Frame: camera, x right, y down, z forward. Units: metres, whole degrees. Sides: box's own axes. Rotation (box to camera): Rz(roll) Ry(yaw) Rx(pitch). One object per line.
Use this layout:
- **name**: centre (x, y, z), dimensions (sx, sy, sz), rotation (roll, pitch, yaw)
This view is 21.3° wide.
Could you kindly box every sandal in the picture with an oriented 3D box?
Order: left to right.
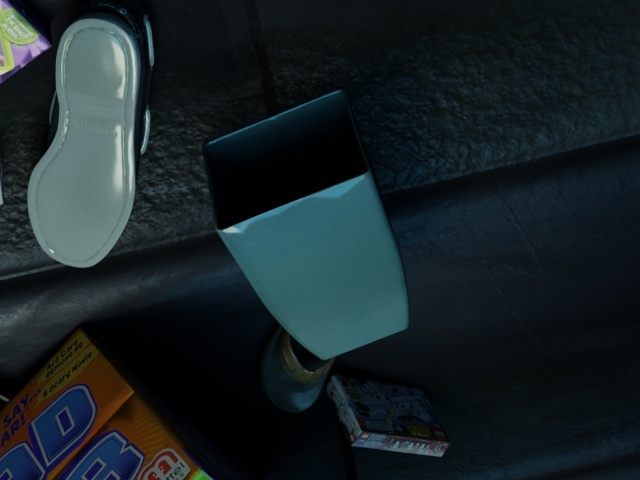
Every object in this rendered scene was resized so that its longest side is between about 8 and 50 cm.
- **sandal**: centre (-0.008, 0.119, 1.965), dimensions (0.090, 0.060, 0.219), rotation (15, 122, -21)

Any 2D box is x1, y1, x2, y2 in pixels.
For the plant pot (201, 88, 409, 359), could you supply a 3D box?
- **plant pot**: centre (0.000, 0.000, 1.806), dimensions (0.165, 0.165, 0.234), rotation (-21, 126, 5)

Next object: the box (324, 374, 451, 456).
- **box**: centre (0.079, 0.207, 2.011), dimensions (0.137, 0.094, 0.027), rotation (12, 124, -35)

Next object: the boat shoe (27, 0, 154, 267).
- **boat shoe**: centre (-0.224, -0.110, 1.730), dimensions (0.114, 0.091, 0.302), rotation (20, 125, -1)

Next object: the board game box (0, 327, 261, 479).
- **board game box**: centre (-0.211, 0.389, 1.873), dimensions (0.356, 0.356, 0.356), rotation (-47, 125, -4)

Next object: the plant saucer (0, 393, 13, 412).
- **plant saucer**: centre (-0.466, 0.267, 1.986), dimensions (0.310, 0.050, 0.310), rotation (-8, 129, -10)

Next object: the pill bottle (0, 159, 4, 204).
- **pill bottle**: centre (-0.388, -0.064, 1.748), dimensions (0.120, 0.067, 0.067), rotation (-5, 127, -8)

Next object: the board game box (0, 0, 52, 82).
- **board game box**: centre (-0.446, -0.249, 1.612), dimensions (0.208, 0.056, 0.347), rotation (-31, 126, 17)
